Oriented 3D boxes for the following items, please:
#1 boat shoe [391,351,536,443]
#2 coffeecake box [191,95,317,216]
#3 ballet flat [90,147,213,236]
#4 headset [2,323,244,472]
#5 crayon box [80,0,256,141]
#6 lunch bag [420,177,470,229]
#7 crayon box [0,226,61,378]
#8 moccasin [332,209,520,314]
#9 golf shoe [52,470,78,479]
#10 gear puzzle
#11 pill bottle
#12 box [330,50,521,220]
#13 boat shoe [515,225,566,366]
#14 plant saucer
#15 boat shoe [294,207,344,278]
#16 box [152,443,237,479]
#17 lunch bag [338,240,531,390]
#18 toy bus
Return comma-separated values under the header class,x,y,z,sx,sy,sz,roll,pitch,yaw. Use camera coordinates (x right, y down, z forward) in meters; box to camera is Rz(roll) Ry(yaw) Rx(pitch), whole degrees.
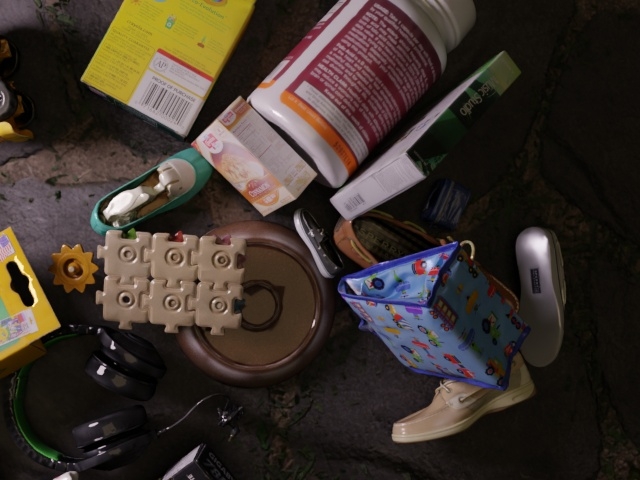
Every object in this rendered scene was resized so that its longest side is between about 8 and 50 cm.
class,x,y,z,sx,sy,sz,roll,pitch,yaw
boat shoe,0.260,0.293,1.407,0.302,0.109,0.098,-18,87,-17
coffeecake box,-0.118,-0.142,1.304,0.185,0.142,0.068,45,64,-12
ballet flat,-0.289,-0.085,1.309,0.247,0.087,0.083,-34,92,-11
headset,-0.333,0.276,1.292,0.394,0.185,0.243,7,84,4
crayon box,-0.253,-0.361,1.324,0.202,0.081,0.318,29,84,-10
lunch bag,0.231,-0.067,1.423,0.065,0.067,0.098,25,86,-9
crayon box,-0.595,0.147,1.215,0.323,0.083,0.203,-30,73,-9
moccasin,0.204,0.050,1.374,0.380,0.147,0.139,35,83,-9
golf shoe,-0.357,0.495,1.192,0.273,0.105,0.120,43,95,2
gear puzzle,-0.296,0.066,1.290,0.339,0.044,0.175,4,98,-1
pill bottle,0.077,-0.303,1.318,0.224,0.224,0.392,43,82,-8
box,0.179,-0.177,1.280,0.058,0.232,0.322,48,58,-9
boat shoe,0.431,0.106,1.451,0.088,0.096,0.267,0,83,-48
plant saucer,-0.119,0.116,1.361,0.311,0.050,0.310,0,89,-12
boat shoe,0.000,0.000,1.375,0.049,0.040,0.142,-23,85,-54
box,-0.220,0.544,1.275,0.293,0.073,0.295,-38,95,13
lunch bag,0.169,0.143,1.302,0.221,0.293,0.138,47,57,-22
toy bus,-0.597,-0.249,1.223,0.211,0.149,0.220,-18,94,-7
